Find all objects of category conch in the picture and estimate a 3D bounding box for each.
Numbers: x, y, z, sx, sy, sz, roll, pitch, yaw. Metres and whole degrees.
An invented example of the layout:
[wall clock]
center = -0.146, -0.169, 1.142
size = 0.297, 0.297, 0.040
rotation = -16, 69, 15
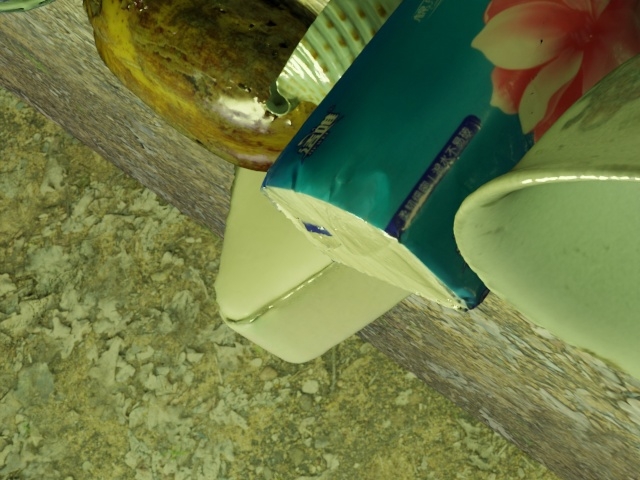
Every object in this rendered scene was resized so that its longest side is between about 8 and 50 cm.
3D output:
[conch]
center = 0.056, -0.155, 1.233
size = 0.131, 0.200, 0.172
rotation = 38, 148, 3

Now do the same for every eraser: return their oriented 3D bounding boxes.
[eraser]
center = 0.000, 0.000, 1.741
size = 0.331, 0.331, 0.150
rotation = 28, 172, 43

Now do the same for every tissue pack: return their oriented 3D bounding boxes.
[tissue pack]
center = 0.099, -0.098, 1.070
size = 0.137, 0.270, 0.209
rotation = 42, 169, -31

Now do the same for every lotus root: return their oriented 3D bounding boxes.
[lotus root]
center = -0.123, -0.207, 1.605
size = 0.397, 0.179, 0.196
rotation = 34, 172, 22

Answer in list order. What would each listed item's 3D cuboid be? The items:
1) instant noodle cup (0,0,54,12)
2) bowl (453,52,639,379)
[instant noodle cup]
center = -0.259, -0.362, 1.236
size = 0.284, 0.284, 0.312
rotation = 41, 162, -21
[bowl]
center = 0.312, -0.021, 0.794
size = 0.435, 0.196, 0.435
rotation = 21, 166, 6
